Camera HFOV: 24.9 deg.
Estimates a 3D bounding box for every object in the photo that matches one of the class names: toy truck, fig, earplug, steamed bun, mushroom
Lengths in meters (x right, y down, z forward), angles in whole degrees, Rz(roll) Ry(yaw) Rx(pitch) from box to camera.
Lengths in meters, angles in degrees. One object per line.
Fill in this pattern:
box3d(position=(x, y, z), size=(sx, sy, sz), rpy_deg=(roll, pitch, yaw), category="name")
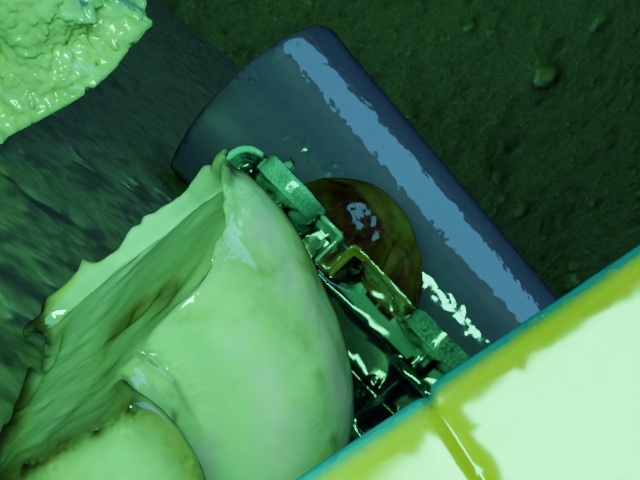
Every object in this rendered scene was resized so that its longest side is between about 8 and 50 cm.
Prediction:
box3d(position=(0.018, 0.079, 1.028), size=(0.305, 0.136, 0.162), rpy_deg=(46, 1, 6), category="toy truck")
box3d(position=(0.014, -0.002, 1.239), size=(0.230, 0.143, 0.160), rpy_deg=(-80, 148, -55), category="fig")
box3d(position=(0.076, 0.017, 1.423), size=(0.456, 0.215, 0.215), rpy_deg=(48, 9, 9), category="earplug")
box3d(position=(-0.238, -0.169, 0.944), size=(0.225, 0.200, 0.170), rpy_deg=(43, 47, -15), category="steamed bun")
box3d(position=(-0.034, 0.075, 0.678), size=(0.173, 0.162, 0.236), rpy_deg=(39, 10, -15), category="mushroom")

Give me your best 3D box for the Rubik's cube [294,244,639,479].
box3d(position=(0.173, 0.157, 0.543), size=(0.291, 0.292, 0.290), rpy_deg=(57, 3, 15), category="Rubik's cube")
